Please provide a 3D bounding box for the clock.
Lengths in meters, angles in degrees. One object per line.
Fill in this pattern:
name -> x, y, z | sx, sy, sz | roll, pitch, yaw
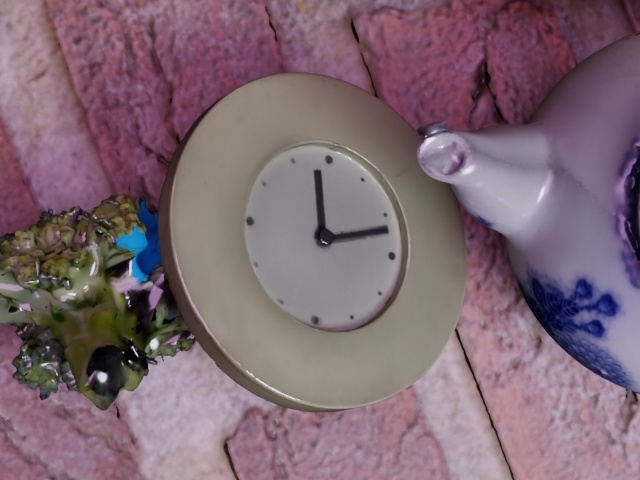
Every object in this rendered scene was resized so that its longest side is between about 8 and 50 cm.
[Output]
clock -> 0.000, 0.000, 0.783 | 0.235, 0.029, 0.235 | 9, 73, -30

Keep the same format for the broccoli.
broccoli -> -0.143, 0.048, 0.751 | 0.167, 0.160, 0.154 | 38, 97, -32

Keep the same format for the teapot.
teapot -> 0.255, -0.017, 0.735 | 0.424, 0.280, 0.252 | 10, 90, -7
